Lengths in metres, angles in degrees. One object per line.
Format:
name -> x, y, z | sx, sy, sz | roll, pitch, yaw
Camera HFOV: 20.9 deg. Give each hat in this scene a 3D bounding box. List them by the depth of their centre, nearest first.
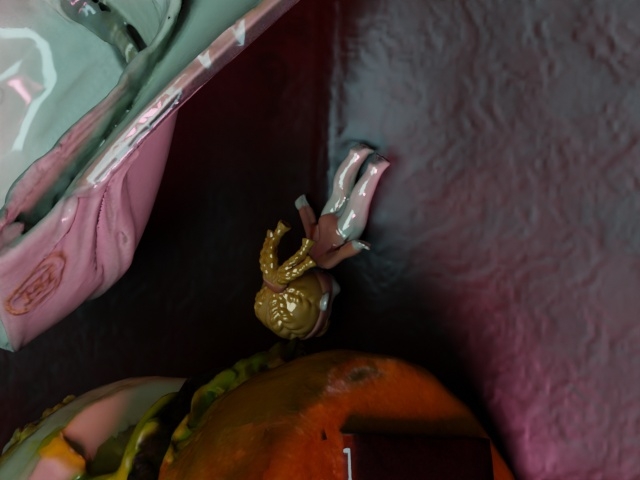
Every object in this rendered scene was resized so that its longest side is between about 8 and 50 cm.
hat -> -0.113, -0.105, 0.907 | 0.301, 0.168, 0.258 | -35, 63, 1

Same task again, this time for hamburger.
hamburger -> -0.040, 0.184, 0.814 | 0.225, 0.291, 0.291 | -11, 91, 35

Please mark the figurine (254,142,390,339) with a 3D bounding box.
figurine -> 0.000, 0.000, 0.902 | 0.064, 0.047, 0.109 | 39, 106, 48
